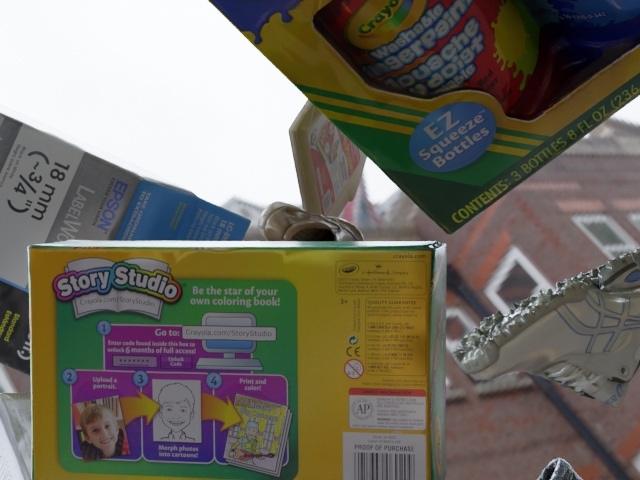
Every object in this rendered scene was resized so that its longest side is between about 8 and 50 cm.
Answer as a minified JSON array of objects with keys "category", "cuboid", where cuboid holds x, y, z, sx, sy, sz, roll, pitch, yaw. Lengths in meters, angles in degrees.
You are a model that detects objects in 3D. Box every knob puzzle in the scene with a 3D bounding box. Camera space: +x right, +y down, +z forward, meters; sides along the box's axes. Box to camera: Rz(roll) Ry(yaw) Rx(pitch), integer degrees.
[{"category":"knob puzzle","cuboid":[0.013,-0.118,1.405,0.213,0.030,0.213,-43,-40,-53]}]

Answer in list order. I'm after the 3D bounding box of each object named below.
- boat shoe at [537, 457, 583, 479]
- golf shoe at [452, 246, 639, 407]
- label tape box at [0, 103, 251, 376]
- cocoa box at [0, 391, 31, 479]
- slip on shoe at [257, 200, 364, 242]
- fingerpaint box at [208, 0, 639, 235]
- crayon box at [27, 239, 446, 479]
[{"category":"boat shoe","cuboid":[0.152,0.229,0.853,0.183,0.083,0.065,-48,-5,-47]},{"category":"golf shoe","cuboid":[0.158,0.064,0.772,0.176,0.086,0.069,-18,-8,-37]},{"category":"label tape box","cuboid":[-0.275,0.017,1.355,0.106,0.334,0.240,-48,-19,-87]},{"category":"cocoa box","cuboid":[-0.192,0.341,1.220,0.228,0.347,0.231,2,-49,-36]},{"category":"slip on shoe","cuboid":[0.000,0.000,1.157,0.135,0.041,0.051,26,-82,-51]},{"category":"fingerpaint box","cuboid":[0.146,-0.261,0.836,0.445,0.163,0.371,-37,-44,12]},{"category":"crayon box","cuboid":[-0.056,0.083,0.868,0.278,0.165,0.081,0,3,11]}]
